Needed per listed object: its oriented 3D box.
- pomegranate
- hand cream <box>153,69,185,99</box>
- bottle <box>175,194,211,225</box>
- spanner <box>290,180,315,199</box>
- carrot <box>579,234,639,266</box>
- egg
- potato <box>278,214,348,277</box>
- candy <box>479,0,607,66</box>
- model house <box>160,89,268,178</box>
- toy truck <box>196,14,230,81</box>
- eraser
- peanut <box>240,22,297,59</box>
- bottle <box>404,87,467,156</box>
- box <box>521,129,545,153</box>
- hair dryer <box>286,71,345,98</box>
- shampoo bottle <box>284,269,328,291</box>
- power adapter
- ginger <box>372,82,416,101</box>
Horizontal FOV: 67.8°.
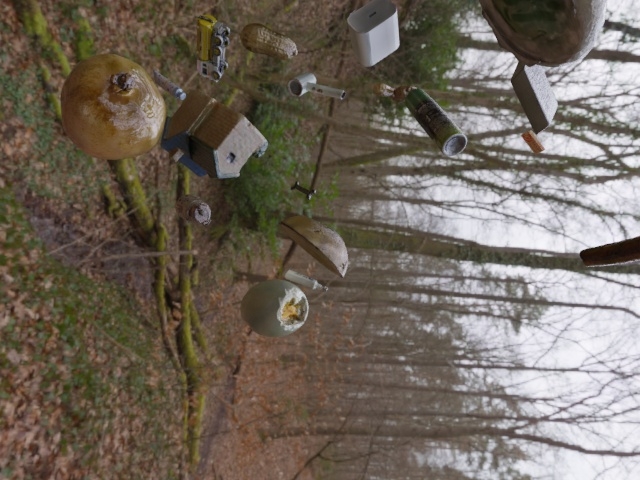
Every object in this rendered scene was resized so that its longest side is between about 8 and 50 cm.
[{"bbox_3d":[-0.596,-0.383,1.382,0.319,0.318,0.320,-178,-90,-88],"label":"pomegranate"},{"bbox_3d":[-0.622,-0.633,1.953,0.043,0.170,0.065,-43,162,-33],"label":"hand cream"},{"bbox_3d":[-0.436,-0.100,1.663,0.152,0.098,0.099,25,-60,45],"label":"bottle"},{"bbox_3d":[-0.080,-0.223,2.100,0.054,0.015,0.254,-56,-152,1],"label":"spanner"},{"bbox_3d":[0.799,0.024,1.243,0.260,0.070,0.070,150,-57,-67],"label":"carrot"},{"bbox_3d":[-0.234,0.325,2.284,0.336,0.278,0.279,-6,-101,44],"label":"egg"},{"bbox_3d":[0.000,0.000,1.650,0.116,0.299,0.239,-51,-163,-4],"label":"potato"},{"bbox_3d":[0.667,-0.721,1.414,0.427,0.186,0.386,60,-15,-13],"label":"candy"},{"bbox_3d":[-0.500,-0.441,2.228,0.343,0.382,0.334,-54,143,-6],"label":"model house"},{"bbox_3d":[-0.410,-0.723,1.792,0.227,0.114,0.098,108,-1,-49],"label":"toy truck"},{"bbox_3d":[0.812,-0.557,1.803,0.352,0.077,0.111,41,67,-38],"label":"eraser"},{"bbox_3d":[-0.202,-0.787,1.895,0.120,0.236,0.110,-177,-85,-66],"label":"peanut"},{"bbox_3d":[0.399,-0.425,1.683,0.093,0.093,0.330,93,-18,-44],"label":"bottle"},{"bbox_3d":[0.807,-0.372,1.808,0.093,0.015,0.058,51,-6,-4],"label":"box"},{"bbox_3d":[-0.001,-0.608,1.890,0.131,0.236,0.073,-47,147,-47],"label":"hair dryer"},{"bbox_3d":[-0.043,0.130,1.491,0.049,0.141,0.034,74,38,-79],"label":"shampoo bottle"},{"bbox_3d":[0.221,-0.818,1.931,0.124,0.187,0.255,55,-3,25],"label":"power adapter"},{"bbox_3d":[0.308,-0.592,1.897,0.133,0.214,0.059,11,-84,52],"label":"ginger"}]
